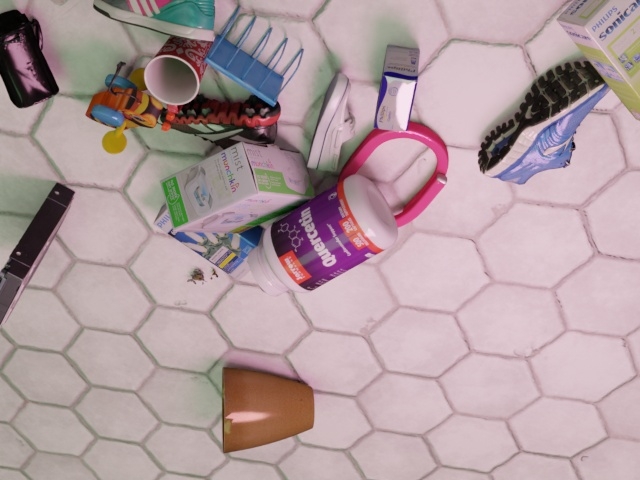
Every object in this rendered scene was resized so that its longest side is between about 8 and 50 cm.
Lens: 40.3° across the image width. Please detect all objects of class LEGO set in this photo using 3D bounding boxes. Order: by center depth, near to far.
[{"bbox_3d":[-0.309,0.091,2.286,0.083,0.023,0.054,-3,132,-4],"label":"LEGO set"}]

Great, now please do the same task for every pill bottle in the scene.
[{"bbox_3d":[0.000,0.000,1.960,0.323,0.181,0.181,-31,118,21],"label":"pill bottle"}]

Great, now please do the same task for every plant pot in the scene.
[{"bbox_3d":[-0.149,0.475,2.454,0.254,0.237,0.237,1,130,-8],"label":"plant pot"}]

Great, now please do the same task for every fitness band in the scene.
[{"bbox_3d":[0.162,-0.143,1.983,0.209,0.054,0.291,29,127,-13],"label":"fitness band"}]

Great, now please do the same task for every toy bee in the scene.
[{"bbox_3d":[-0.405,-0.272,1.874,0.162,0.298,0.195,26,97,-21],"label":"toy bee"}]

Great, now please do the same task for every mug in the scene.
[{"bbox_3d":[-0.296,-0.361,1.814,0.113,0.169,0.150,34,127,-17],"label":"mug"}]

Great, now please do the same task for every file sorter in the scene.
[{"bbox_3d":[-0.132,-0.385,1.800,0.170,0.118,0.104,31,124,-15],"label":"file sorter"}]

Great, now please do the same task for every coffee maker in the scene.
[{"bbox_3d":[-0.646,-0.377,1.866,0.120,0.171,0.178,-14,128,1],"label":"coffee maker"}]

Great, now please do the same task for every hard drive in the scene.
[{"bbox_3d":[-0.710,0.043,2.112,0.064,0.339,0.237,29,127,-13],"label":"hard drive"}]

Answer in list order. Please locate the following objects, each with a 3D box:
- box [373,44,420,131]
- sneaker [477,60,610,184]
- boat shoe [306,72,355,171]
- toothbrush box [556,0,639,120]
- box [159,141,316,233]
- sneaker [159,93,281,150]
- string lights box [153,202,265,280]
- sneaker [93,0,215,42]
[{"bbox_3d":[0.157,-0.312,1.790,0.072,0.137,0.126,9,130,2],"label":"box"},{"bbox_3d":[0.483,-0.237,1.820,0.147,0.130,0.330,22,133,-28],"label":"sneaker"},{"bbox_3d":[0.037,-0.253,1.901,0.084,0.095,0.258,14,141,-6],"label":"boat shoe"},{"bbox_3d":[0.614,-0.376,1.617,0.206,0.122,0.283,-44,112,7],"label":"toothbrush box"},{"bbox_3d":[-0.177,-0.113,1.934,0.231,0.262,0.127,-21,80,25],"label":"box"},{"bbox_3d":[-0.221,-0.250,1.937,0.276,0.098,0.135,2,127,7],"label":"sneaker"},{"bbox_3d":[-0.261,-0.026,2.141,0.259,0.077,0.133,35,128,-17],"label":"string lights box"},{"bbox_3d":[-0.324,-0.509,1.733,0.295,0.124,0.178,20,106,25],"label":"sneaker"}]
